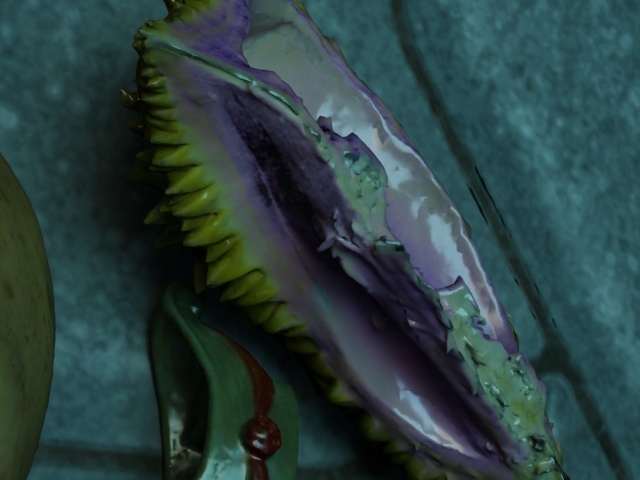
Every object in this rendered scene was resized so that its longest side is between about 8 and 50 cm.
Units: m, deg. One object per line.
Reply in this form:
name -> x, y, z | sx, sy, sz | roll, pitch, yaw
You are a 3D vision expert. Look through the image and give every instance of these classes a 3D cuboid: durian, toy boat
durian -> 0.001, 0.000, 0.930 | 0.341, 0.112, 0.191 | 49, 11, -27
toy boat -> -0.051, 0.104, 0.881 | 0.071, 0.089, 0.185 | 13, 55, -13

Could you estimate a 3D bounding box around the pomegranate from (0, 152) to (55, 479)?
pomegranate -> -0.247, 0.048, 0.640 | 0.322, 0.322, 0.322 | 11, 68, -29
